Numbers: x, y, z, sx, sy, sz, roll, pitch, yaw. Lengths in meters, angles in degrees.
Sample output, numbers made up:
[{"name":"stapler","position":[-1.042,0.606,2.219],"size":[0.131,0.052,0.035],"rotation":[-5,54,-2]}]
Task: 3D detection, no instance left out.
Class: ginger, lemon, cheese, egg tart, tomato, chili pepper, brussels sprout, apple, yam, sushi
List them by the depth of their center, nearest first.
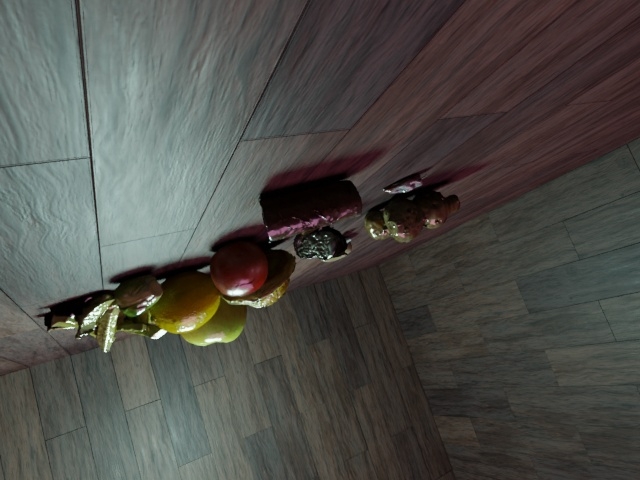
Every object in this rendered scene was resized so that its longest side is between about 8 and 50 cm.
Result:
[{"name":"yam","position":[-0.032,-0.087,1.227],"size":[0.279,0.131,0.131],"rotation":[-17,170,-16]},{"name":"chili pepper","position":[0.287,-0.186,1.510],"size":[0.153,0.041,0.050],"rotation":[-21,128,12]},{"name":"brussels sprout","position":[-0.641,0.194,1.575],"size":[0.145,0.131,0.183],"rotation":[-18,175,-37]},{"name":"tomato","position":[-0.285,0.103,1.589],"size":[0.208,0.184,0.208],"rotation":[-18,168,-4]},{"name":"lemon","position":[-0.520,0.236,1.734],"size":[0.263,0.236,0.236],"rotation":[-55,177,-13]},{"name":"ginger","position":[-0.814,0.320,1.735],"size":[0.413,0.211,0.358],"rotation":[-11,165,-35]},{"name":"sushi","position":[0.000,0.000,1.749],"size":[0.212,0.147,0.115],"rotation":[-5,-173,37]},{"name":"ginger","position":[0.366,-0.104,1.766],"size":[0.375,0.176,0.256],"rotation":[-20,-172,-5]},{"name":"egg tart","position":[-0.232,0.165,1.786],"size":[0.341,0.132,0.341],"rotation":[-23,-154,12]},{"name":"apple","position":[-0.517,0.342,2.101],"size":[0.338,0.305,0.338],"rotation":[-18,172,-3]},{"name":"cheese","position":[0.087,0.031,2.206],"size":[0.163,0.082,0.286],"rotation":[-17,167,-16]}]

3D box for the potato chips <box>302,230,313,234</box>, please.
[{"name":"potato chips","position":[0.002,-0.076,1.546],"size":[0.150,0.049,0.202],"rotation":[-19,169,-19]}]
